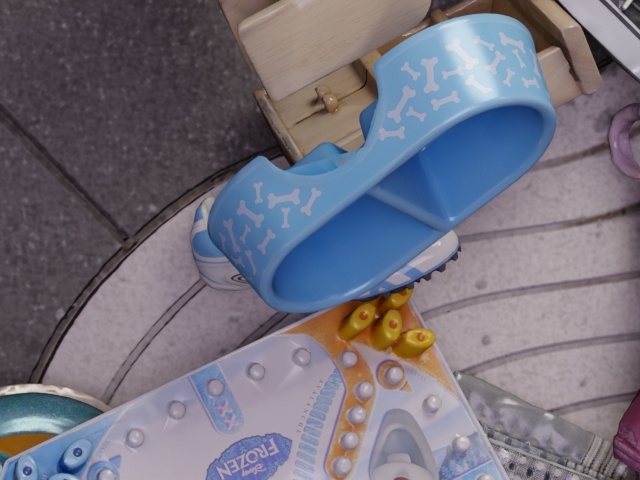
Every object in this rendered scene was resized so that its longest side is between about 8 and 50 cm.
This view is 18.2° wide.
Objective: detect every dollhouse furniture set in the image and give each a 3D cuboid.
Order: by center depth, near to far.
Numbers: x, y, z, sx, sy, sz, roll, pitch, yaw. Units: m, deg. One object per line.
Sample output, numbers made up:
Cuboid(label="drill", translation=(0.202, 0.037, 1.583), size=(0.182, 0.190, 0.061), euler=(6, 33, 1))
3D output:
Cuboid(label="dollhouse furniture set", translation=(0.023, -0.249, 1.597), size=(0.256, 0.362, 0.394), euler=(-28, 122, -2))

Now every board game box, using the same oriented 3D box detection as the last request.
Cuboid(label="board game box", translation=(-0.005, 0.270, 1.626), size=(0.390, 0.050, 0.390), euler=(-25, 80, -20))

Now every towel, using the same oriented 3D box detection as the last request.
Cuboid(label="towel", translation=(0.148, 0.287, 1.706), size=(0.312, 0.056, 0.324), euler=(22, 67, -4))

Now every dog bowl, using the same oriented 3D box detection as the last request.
Cuboid(label="dog bowl", translation=(0.052, -0.049, 1.524), size=(0.297, 0.166, 0.074), euler=(-37, 60, 18))

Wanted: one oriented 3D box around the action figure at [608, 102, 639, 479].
Cuboid(label="action figure", translation=(0.326, 0.095, 1.676), size=(0.275, 0.248, 0.370), euler=(24, 87, -4))

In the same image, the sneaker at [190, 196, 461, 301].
Cuboid(label="sneaker", translation=(0.000, 0.000, 1.694), size=(0.237, 0.085, 0.086), euler=(-1, 119, 18))

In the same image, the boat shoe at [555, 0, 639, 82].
Cuboid(label="boat shoe", translation=(0.246, -0.230, 1.692), size=(0.105, 0.113, 0.306), euler=(-44, 108, 8))

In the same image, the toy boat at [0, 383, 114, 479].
Cuboid(label="toy boat", translation=(-0.228, 0.277, 1.667), size=(0.267, 0.148, 0.318), euler=(-35, 96, -21))
